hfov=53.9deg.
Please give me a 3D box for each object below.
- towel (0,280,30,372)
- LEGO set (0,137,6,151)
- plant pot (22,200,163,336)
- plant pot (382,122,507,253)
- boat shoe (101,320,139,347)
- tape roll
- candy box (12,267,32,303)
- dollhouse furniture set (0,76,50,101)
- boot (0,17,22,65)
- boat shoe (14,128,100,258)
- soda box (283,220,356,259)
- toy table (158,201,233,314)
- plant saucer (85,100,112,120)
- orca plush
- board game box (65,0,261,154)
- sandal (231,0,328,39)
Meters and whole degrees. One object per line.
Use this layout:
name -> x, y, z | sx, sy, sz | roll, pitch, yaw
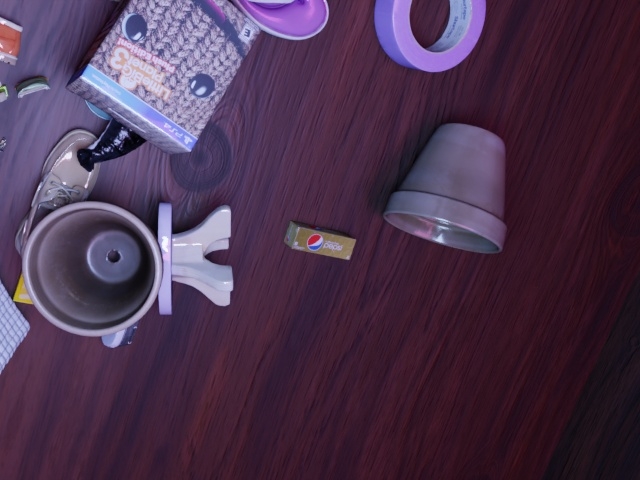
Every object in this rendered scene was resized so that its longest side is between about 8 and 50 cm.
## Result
towel -> -0.722, 0.146, 1.230 | 0.121, 0.235, 0.283 | -13, 122, 10
LEGO set -> -0.671, -0.198, 1.250 | 0.083, 0.023, 0.054 | 29, 97, -47
plant pot -> -0.446, 0.046, 1.308 | 0.263, 0.229, 0.262 | 0, 94, -6
plant pot -> 0.357, -0.146, 1.671 | 0.323, 0.323, 0.280 | 22, 82, -33
boat shoe -> -0.438, 0.150, 1.483 | 0.076, 0.080, 0.228 | 14, 99, -52
tape roll -> 0.273, -0.563, 1.559 | 0.275, 0.090, 0.274 | -11, 115, -24
candy box -> -0.570, 0.105, 1.419 | 0.206, 0.027, 0.105 | 15, 104, -31
dollhouse furniture set -> -0.605, -0.302, 1.207 | 0.152, 0.076, 0.058 | -24, 120, -17
boot -> -0.638, -0.394, 1.168 | 0.158, 0.059, 0.084 | 16, 99, -40
boat shoe -> -0.542, -0.086, 1.313 | 0.109, 0.098, 0.302 | 27, 96, -33
soda box -> 0.000, 0.000, 1.660 | 0.181, 0.058, 0.061 | 12, 104, -31
toy table -> -0.286, 0.042, 1.436 | 0.161, 0.252, 0.274 | 0, 130, -11
plant saucer -> -0.437, -0.313, 1.324 | 0.119, 0.021, 0.119 | -10, 113, -24
orca plush -> -0.373, -0.250, 1.291 | 0.287, 0.102, 0.151 | -45, 142, -30
board game box -> -0.296, -0.350, 1.204 | 0.232, 0.141, 0.290 | 33, 77, -29
sandal -> -0.137, -0.571, 1.329 | 0.416, 0.102, 0.169 | 32, 93, -34
